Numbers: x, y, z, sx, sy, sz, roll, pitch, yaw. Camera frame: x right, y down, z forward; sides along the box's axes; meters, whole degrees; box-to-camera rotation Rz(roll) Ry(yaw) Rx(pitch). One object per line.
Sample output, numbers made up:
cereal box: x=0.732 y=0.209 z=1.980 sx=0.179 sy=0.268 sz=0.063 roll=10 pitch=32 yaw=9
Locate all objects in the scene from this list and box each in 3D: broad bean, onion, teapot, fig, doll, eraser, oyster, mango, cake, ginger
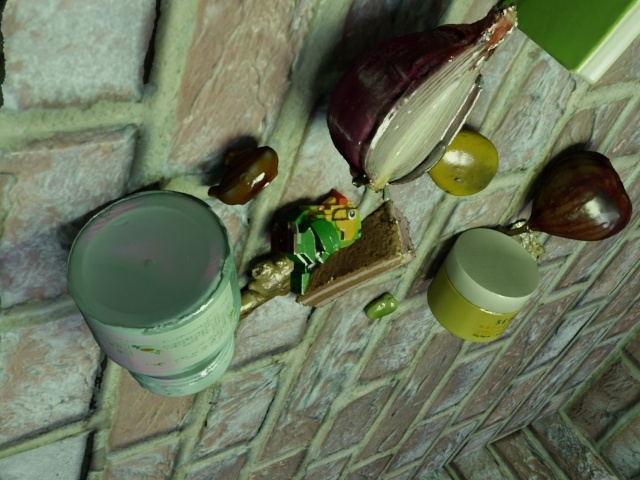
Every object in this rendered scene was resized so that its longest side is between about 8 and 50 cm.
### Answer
broad bean: x=0.148 y=0.162 z=1.940 sx=0.083 sy=0.045 sz=0.063 roll=-34 pitch=150 yaw=13
onion: x=0.142 y=-0.251 z=1.242 sx=0.348 sy=0.159 sz=0.267 roll=-52 pitch=158 yaw=13
teapot: x=-0.125 y=-0.106 z=1.262 sx=0.129 sy=0.078 sz=0.098 roll=-37 pitch=-167 yaw=26
fig: x=0.568 y=-0.071 z=1.920 sx=0.321 sy=0.216 sz=0.217 roll=-30 pitch=157 yaw=34
doll: x=-0.003 y=-0.008 z=1.472 sx=0.186 sy=0.106 sz=0.134 roll=-37 pitch=112 yaw=-29
eraser: x=0.439 y=-0.414 z=1.255 sx=0.092 sy=0.210 sz=0.274 roll=7 pitch=128 yaw=-48
oyster: x=0.523 y=0.018 z=2.086 sx=0.133 sy=0.072 sz=0.209 roll=-38 pitch=148 yaw=-1
mango: x=0.269 y=-0.153 z=1.563 sx=0.195 sy=0.098 sz=0.137 roll=11 pitch=131 yaw=-46
cake: x=0.077 y=0.056 z=1.668 sx=0.295 sy=0.112 sz=0.116 roll=-39 pitch=148 yaw=18
ginger: x=-0.122 y=0.092 z=1.558 sx=0.214 sy=0.059 sz=0.133 roll=-30 pitch=158 yaw=-6

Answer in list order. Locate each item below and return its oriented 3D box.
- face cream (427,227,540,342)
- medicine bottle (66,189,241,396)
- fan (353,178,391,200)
face cream: x=0.388 y=0.109 z=1.928 sx=0.218 sy=0.218 sz=0.179 roll=-14 pitch=145 yaw=-33
medicine bottle: x=-0.242 y=0.099 z=1.265 sx=0.245 sy=0.245 sz=0.290 roll=-27 pitch=150 yaw=-15
fan: x=0.119 y=-0.135 z=1.522 sx=0.132 sy=0.009 sz=0.220 roll=-30 pitch=149 yaw=-9
